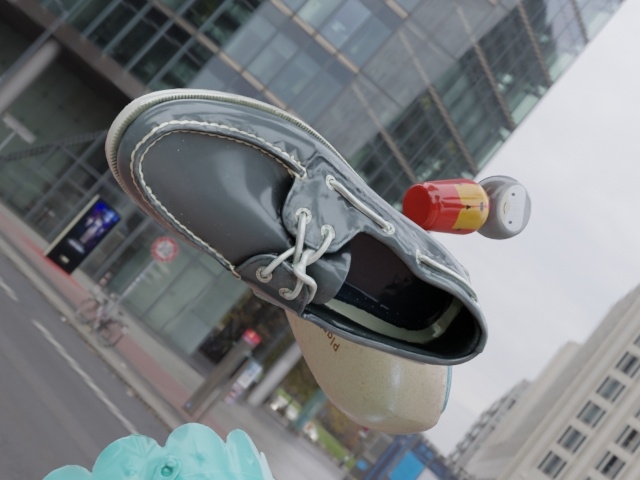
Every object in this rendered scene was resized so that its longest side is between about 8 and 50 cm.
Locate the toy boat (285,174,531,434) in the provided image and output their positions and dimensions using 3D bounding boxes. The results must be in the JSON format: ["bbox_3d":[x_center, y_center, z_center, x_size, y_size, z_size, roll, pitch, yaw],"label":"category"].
[{"bbox_3d":[0.096,0.054,0.966,0.148,0.318,0.267,-1,48,-37],"label":"toy boat"}]

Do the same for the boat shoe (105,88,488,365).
[{"bbox_3d":[0.000,0.000,0.629,0.319,0.116,0.099,31,11,-32],"label":"boat shoe"}]

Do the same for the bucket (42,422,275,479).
[{"bbox_3d":[-0.132,0.312,0.756,0.183,0.281,0.281,58,4,39],"label":"bucket"}]
